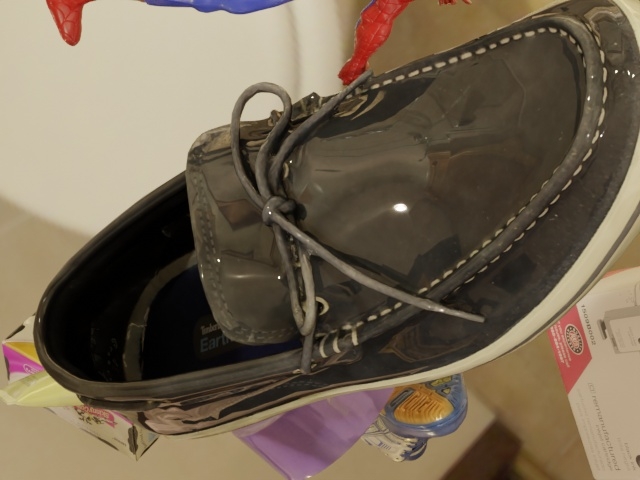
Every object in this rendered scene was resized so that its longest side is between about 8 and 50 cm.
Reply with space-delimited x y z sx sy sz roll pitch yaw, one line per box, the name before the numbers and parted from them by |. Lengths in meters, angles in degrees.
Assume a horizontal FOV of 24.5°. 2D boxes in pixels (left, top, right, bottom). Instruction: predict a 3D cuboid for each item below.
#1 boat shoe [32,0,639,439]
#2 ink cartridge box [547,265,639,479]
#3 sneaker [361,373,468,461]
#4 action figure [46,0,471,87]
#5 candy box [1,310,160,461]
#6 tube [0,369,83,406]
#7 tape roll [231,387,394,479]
boat shoe | 0.000 0.000 0.898 0.500 0.156 0.187 -28 59 40
ink cartridge box | 0.366 0.122 1.446 0.283 0.117 0.207 -18 90 62
sneaker | 0.112 0.207 1.782 0.131 0.112 0.296 62 164 -13
action figure | -0.009 -0.147 0.903 0.280 0.091 0.139 -4 147 17
candy box | -0.168 0.083 1.418 0.159 0.233 0.071 25 138 22
tube | -0.159 0.112 1.279 0.070 0.240 0.062 103 151 -49
tape roll | -0.006 0.160 1.584 0.080 0.189 0.189 42 133 -15
